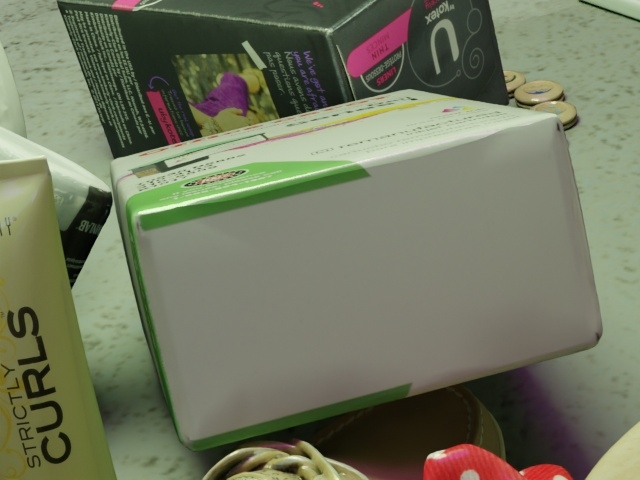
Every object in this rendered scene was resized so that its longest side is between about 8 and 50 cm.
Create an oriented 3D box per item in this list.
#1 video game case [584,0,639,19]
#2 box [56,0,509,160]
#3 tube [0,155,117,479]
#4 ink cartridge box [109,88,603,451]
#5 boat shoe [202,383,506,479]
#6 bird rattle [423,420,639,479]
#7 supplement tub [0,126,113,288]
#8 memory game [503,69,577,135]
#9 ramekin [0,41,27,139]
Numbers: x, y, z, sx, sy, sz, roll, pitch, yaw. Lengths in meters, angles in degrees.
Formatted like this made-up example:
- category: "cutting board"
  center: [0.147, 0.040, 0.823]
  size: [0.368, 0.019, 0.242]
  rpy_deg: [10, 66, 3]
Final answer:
- category: "video game case"
  center: [0.314, -0.210, 1.259]
  size: [0.143, 0.019, 0.157]
  rpy_deg: [-25, 32, -24]
- category: "box"
  center: [-0.029, -0.136, 1.092]
  size: [0.270, 0.143, 0.165]
  rpy_deg: [13, 41, 39]
- category: "tube"
  center: [-0.137, 0.073, 0.688]
  size: [0.070, 0.240, 0.062]
  rpy_deg: [-24, 30, -23]
- category: "ink cartridge box"
  center: [0.000, 0.000, 0.811]
  size: [0.201, 0.117, 0.278]
  rpy_deg: [-14, 10, -8]
- category: "boat shoe"
  center: [-0.009, 0.140, 0.675]
  size: [0.109, 0.098, 0.302]
  rpy_deg: [12, 37, 34]
- category: "bird rattle"
  center: [0.145, 0.118, 0.581]
  size: [0.253, 0.143, 0.207]
  rpy_deg: [-38, 44, 1]
- category: "supplement tub"
  center: [-0.201, 0.032, 0.821]
  size: [0.117, 0.190, 0.117]
  rpy_deg: [27, 2, -1]
- category: "memory game"
  center: [0.094, -0.084, 1.116]
  size: [0.186, 0.012, 0.186]
  rpy_deg: [-7, 30, 4]
- category: "ramekin"
  center: [-0.290, -0.065, 0.968]
  size: [0.127, 0.272, 0.273]
  rpy_deg: [-16, 28, -36]
